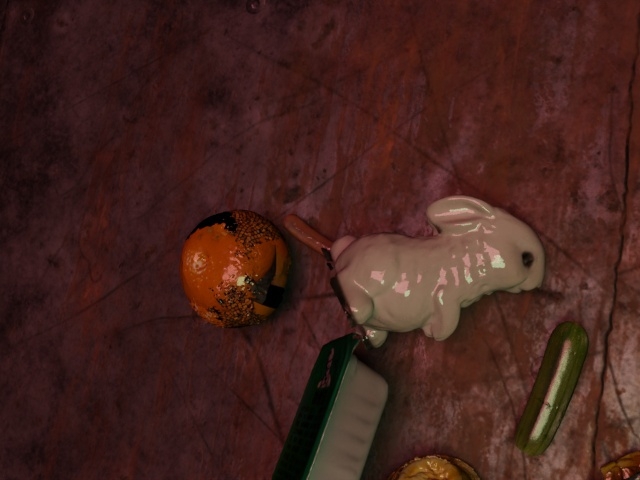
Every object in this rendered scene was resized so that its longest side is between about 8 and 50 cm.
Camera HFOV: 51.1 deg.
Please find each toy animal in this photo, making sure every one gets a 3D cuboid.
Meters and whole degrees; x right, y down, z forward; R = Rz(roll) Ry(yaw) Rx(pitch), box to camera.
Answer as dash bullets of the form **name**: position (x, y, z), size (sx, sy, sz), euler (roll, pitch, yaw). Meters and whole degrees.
- **toy animal**: position (0.195, 0.040, 1.157), size (0.357, 0.194, 0.258), euler (-25, 67, 5)

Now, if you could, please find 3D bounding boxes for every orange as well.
- **orange**: position (-0.171, 0.054, 1.306), size (0.234, 0.182, 0.234), euler (-3, 85, 34)

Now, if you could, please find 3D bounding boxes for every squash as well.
- **squash**: position (0.380, 0.241, 1.097), size (0.066, 0.066, 0.229), euler (22, 90, 25)

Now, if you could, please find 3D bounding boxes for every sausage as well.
- **sausage**: position (0.000, 0.000, 1.312), size (0.177, 0.040, 0.047), euler (31, 84, 24)

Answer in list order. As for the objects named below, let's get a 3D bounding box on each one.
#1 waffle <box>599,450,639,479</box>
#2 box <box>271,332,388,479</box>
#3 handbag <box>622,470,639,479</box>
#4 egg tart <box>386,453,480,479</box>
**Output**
- **waffle**: position (0.542, 0.417, 1.000), size (0.253, 0.056, 0.249), euler (40, 98, 26)
- **box**: position (0.017, 0.335, 1.129), size (0.106, 0.264, 0.336), euler (24, 73, -7)
- **handbag**: position (0.477, 0.423, 0.959), size (0.270, 0.088, 0.175), euler (-35, 62, 16)
- **egg tart**: position (0.182, 0.419, 1.092), size (0.191, 0.191, 0.074), euler (1, 124, 23)
